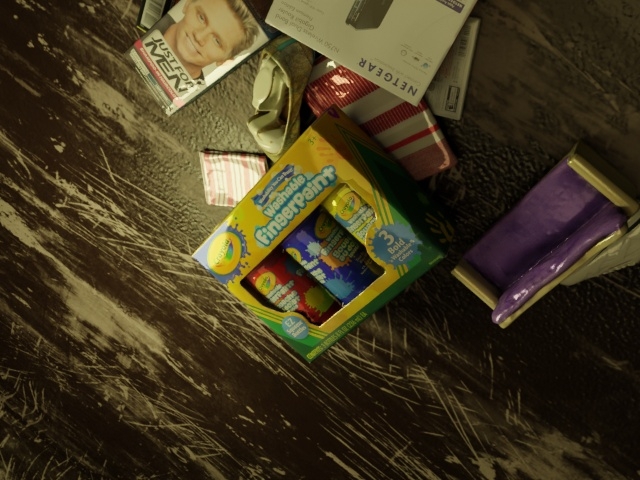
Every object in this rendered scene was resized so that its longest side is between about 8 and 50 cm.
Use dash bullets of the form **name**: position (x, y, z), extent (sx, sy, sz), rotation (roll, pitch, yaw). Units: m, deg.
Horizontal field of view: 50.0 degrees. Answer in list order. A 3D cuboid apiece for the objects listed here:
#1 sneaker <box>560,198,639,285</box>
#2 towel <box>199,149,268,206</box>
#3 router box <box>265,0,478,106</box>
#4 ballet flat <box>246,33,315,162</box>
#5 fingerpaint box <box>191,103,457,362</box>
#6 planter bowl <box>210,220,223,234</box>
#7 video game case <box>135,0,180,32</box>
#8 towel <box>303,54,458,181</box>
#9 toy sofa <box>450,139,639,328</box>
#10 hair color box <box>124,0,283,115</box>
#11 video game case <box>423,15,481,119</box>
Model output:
- **sneaker**: position (0.563, 0.026, 1.336), extent (0.095, 0.090, 0.235), rotation (34, 131, -9)
- **towel**: position (-0.211, -0.146, 1.688), extent (0.197, 0.029, 0.144), rotation (8, 118, 24)
- **router box**: position (0.112, -0.460, 1.253), extent (0.335, 0.082, 0.301), rotation (29, 116, 2)
- **ballet flat**: position (-0.099, -0.280, 1.458), extent (0.123, 0.123, 0.348), rotation (30, 140, 11)
- **fingerpaint box**: position (0.000, 0.000, 1.484), extent (0.371, 0.163, 0.445), rotation (44, 122, -6)
- **planter bowl**: position (-0.162, 0.021, 1.708), extent (0.217, 0.090, 0.217), rotation (9, 120, 16)
- **video game case**: position (-0.271, -0.534, 1.509), extent (0.248, 0.035, 0.275), rotation (34, 126, 9)
- **towel**: position (0.110, -0.256, 1.431), extent (0.237, 0.037, 0.329), rotation (-22, 107, 39)
- **toy sofa**: position (0.423, -0.006, 1.332), extent (0.150, 0.177, 0.362), rotation (42, 128, 2)
- **hair color box**: position (-0.246, -0.425, 1.456), extent (0.347, 0.105, 0.174), rotation (-25, 106, 38)
- **video game case**: position (0.208, -0.354, 1.356), extent (0.183, 0.023, 0.201), rotation (18, 124, 19)
